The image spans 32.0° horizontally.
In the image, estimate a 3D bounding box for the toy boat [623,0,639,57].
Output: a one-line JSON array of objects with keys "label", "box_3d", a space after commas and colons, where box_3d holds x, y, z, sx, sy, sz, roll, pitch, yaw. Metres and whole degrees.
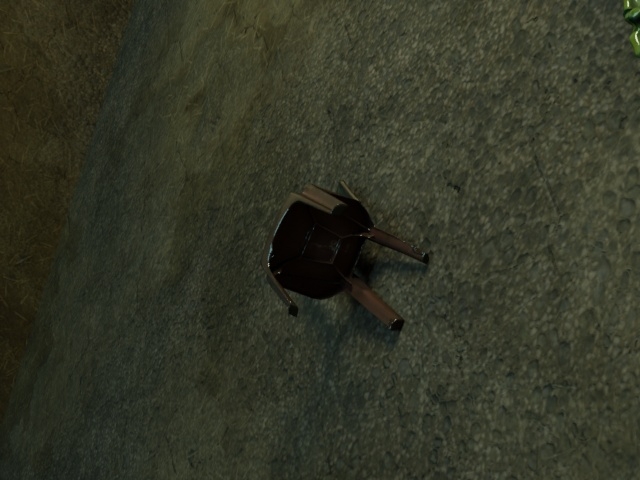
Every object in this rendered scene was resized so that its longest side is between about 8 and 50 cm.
[{"label": "toy boat", "box_3d": [0.394, -0.310, 1.242, 0.111, 0.084, 0.276, -41, 37, 48]}]

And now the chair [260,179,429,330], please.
[{"label": "chair", "box_3d": [0.000, 0.000, 1.652, 0.326, 0.183, 0.175, 35, 104, 61]}]
